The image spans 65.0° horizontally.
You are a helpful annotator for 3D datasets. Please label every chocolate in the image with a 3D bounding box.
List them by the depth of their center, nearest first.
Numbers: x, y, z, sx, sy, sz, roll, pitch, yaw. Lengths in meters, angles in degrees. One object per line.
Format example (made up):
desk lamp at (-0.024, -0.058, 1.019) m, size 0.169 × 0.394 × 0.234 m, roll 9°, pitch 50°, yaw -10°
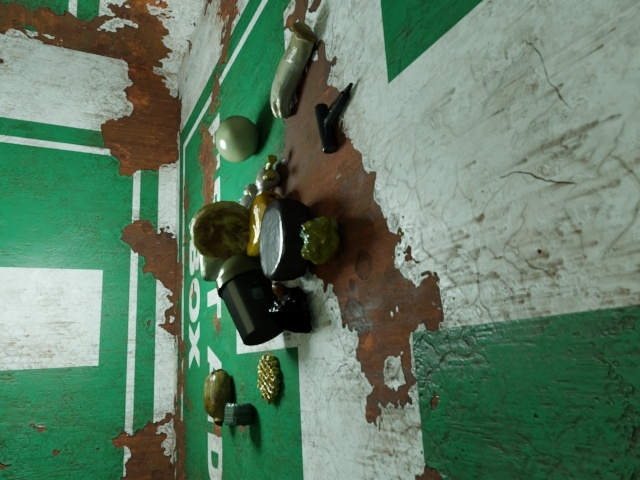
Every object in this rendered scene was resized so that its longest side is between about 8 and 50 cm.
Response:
chocolate at (-0.085, 0.216, 1.672) m, size 0.156 × 0.156 × 0.133 m, roll -39°, pitch 25°, yaw 56°

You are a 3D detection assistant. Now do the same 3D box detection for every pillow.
pillow at (-0.441, 0.071, 2.243) m, size 0.322 × 0.120 × 0.255 m, roll 36°, pitch -130°, yaw -75°

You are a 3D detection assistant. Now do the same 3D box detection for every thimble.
thimble at (-0.338, 0.721, 2.086) m, size 0.135 × 0.118 × 0.090 m, roll 123°, pitch 148°, yaw -70°

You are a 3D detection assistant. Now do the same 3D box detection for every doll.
doll at (-0.251, -0.206, 2.053) m, size 0.365 × 0.094 × 0.160 m, roll -37°, pitch 41°, yaw 53°

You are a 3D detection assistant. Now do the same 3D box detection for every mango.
mango at (-0.207, -0.050, 1.928) m, size 0.177 × 0.120 × 0.295 m, roll 50°, pitch 136°, yaw 48°

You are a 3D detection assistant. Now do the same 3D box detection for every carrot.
carrot at (-0.140, 0.168, 1.717) m, size 0.224 × 0.057 × 0.057 m, roll 72°, pitch -166°, yaw -75°

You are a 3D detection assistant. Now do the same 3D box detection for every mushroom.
mushroom at (-0.108, -0.611, 1.836) m, size 0.123 × 0.095 × 0.351 m, roll 48°, pitch 132°, yaw 32°

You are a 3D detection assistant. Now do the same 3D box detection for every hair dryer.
hair dryer at (0.052, -0.387, 1.545) m, size 0.195 × 0.050 × 0.173 m, roll -41°, pitch 54°, yaw 51°

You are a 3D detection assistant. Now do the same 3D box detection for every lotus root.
lotus root at (-0.477, 0.733, 2.348) m, size 0.145 × 0.128 × 0.260 m, roll -26°, pitch 65°, yaw 49°

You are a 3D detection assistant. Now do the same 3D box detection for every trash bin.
trash bin at (-0.262, 0.205, 1.872) m, size 0.334 × 0.214 × 0.214 m, roll 61°, pitch 141°, yaw 25°

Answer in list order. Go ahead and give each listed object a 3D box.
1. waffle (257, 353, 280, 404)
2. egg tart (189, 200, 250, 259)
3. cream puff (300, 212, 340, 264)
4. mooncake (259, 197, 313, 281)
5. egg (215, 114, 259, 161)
waffle at (-0.199, 0.524, 1.923) m, size 0.191 × 0.038 × 0.191 m, roll -12°, pitch 76°, yaw 62°
egg tart at (-0.387, -0.049, 2.031) m, size 0.115 × 0.290 × 0.290 m, roll -115°, pitch 38°, yaw -51°
cream puff at (0.000, 0.001, 1.509) m, size 0.156 × 0.121 × 0.156 m, roll 178°, pitch 90°, yaw -86°
mooncake at (-0.109, 0.000, 1.695) m, size 0.283 × 0.141 × 0.283 m, roll -176°, pitch 90°, yaw -68°
egg at (-0.369, -0.442, 2.218) m, size 0.254 × 0.188 × 0.188 m, roll 135°, pitch 132°, yaw -60°
